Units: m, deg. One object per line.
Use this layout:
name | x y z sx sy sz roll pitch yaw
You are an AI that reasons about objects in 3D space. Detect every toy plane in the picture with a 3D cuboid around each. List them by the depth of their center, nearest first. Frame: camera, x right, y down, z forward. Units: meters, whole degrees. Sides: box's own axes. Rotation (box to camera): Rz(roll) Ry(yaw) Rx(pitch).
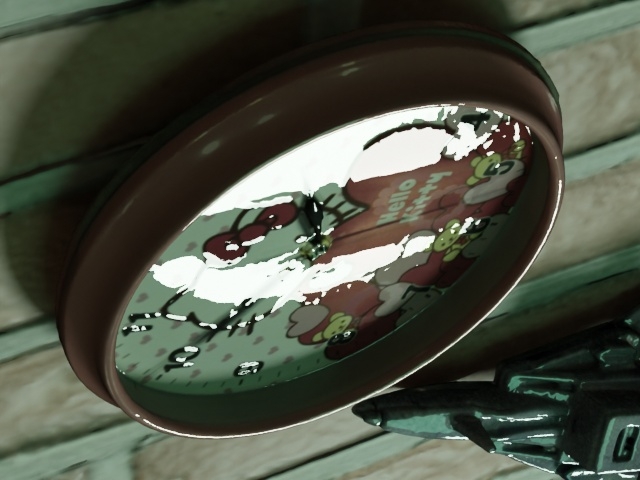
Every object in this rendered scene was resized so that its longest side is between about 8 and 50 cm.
toy plane | 0.143 0.095 1.069 0.267 0.088 0.212 -2 114 -35

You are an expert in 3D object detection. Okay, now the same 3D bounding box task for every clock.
clock | 0.000 -0.001 0.855 0.244 0.056 0.244 -22 148 -14
